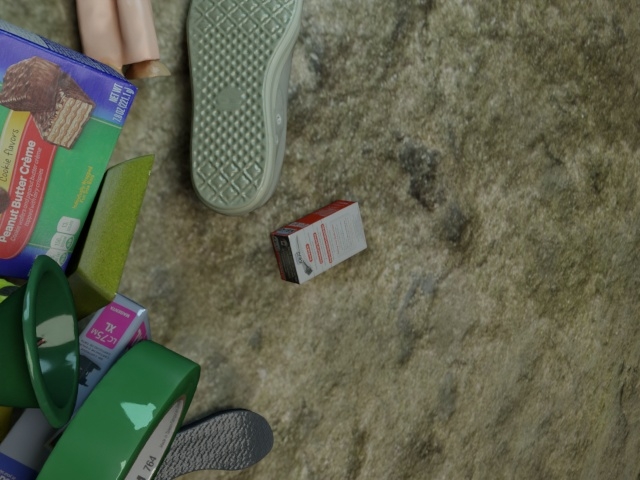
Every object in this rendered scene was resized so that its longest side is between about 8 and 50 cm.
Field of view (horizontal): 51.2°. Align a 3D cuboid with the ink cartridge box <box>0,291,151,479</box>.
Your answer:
[{"bbox_3d":[-0.313,0.234,0.823,0.311,0.065,0.185,-59,172,-32],"label":"ink cartridge box"}]

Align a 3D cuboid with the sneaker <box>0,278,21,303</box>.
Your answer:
[{"bbox_3d":[-0.439,0.135,0.688,0.295,0.110,0.123,-41,144,-39],"label":"sneaker"}]

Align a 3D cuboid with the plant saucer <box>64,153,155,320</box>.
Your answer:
[{"bbox_3d":[-0.277,-0.005,0.832,0.045,0.188,0.188,20,67,-26],"label":"plant saucer"}]

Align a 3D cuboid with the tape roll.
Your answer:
[{"bbox_3d":[-0.257,0.281,0.820,0.077,0.321,0.321,27,74,3],"label":"tape roll"}]

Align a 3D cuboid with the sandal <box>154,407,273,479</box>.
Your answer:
[{"bbox_3d":[-0.194,0.323,1.060,0.255,0.054,0.097,-2,90,-31],"label":"sandal"}]

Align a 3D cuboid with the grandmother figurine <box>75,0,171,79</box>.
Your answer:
[{"bbox_3d":[-0.271,-0.383,0.865,0.208,0.104,0.342,-24,114,-46],"label":"grandmother figurine"}]

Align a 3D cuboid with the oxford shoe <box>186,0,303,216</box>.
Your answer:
[{"bbox_3d":[-0.113,-0.252,1.008,0.130,0.169,0.448,45,49,-80],"label":"oxford shoe"}]

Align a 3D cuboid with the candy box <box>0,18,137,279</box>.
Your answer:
[{"bbox_3d":[-0.404,-0.117,0.727,0.317,0.122,0.268,17,102,-39],"label":"candy box"}]

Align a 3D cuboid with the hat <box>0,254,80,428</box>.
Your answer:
[{"bbox_3d":[-0.360,0.125,0.679,0.184,0.208,0.172,-8,139,-6],"label":"hat"}]

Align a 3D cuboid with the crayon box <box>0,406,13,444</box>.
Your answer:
[{"bbox_3d":[-0.474,0.219,0.777,0.202,0.081,0.318,14,87,-41],"label":"crayon box"}]

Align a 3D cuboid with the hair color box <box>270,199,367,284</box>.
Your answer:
[{"bbox_3d":[0.000,0.000,1.177,0.167,0.053,0.093,-27,114,-37],"label":"hair color box"}]
